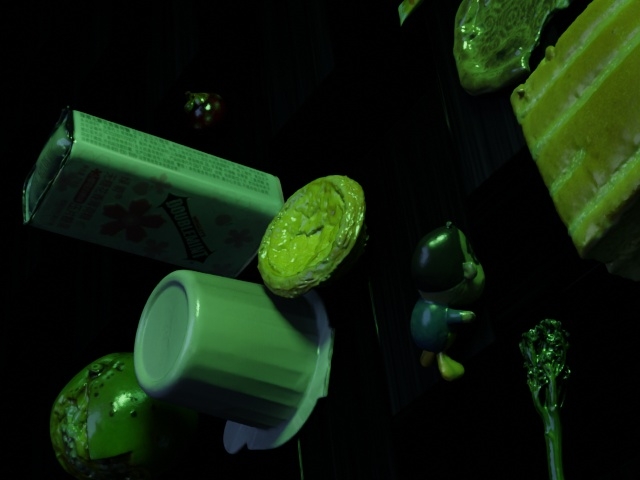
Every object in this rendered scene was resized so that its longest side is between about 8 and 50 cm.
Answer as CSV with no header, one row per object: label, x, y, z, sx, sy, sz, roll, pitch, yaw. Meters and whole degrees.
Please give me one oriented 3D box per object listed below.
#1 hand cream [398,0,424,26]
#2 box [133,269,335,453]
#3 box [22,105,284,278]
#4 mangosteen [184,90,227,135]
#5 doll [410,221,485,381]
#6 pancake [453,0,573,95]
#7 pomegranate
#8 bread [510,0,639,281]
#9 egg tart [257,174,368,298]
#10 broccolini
hand cream,0.136,-0.338,1.563,0.102,0.022,0.035,-40,49,50
box,-0.148,0.164,1.593,0.291,0.206,0.262,-55,34,24
box,-0.259,-0.064,1.730,0.190,0.370,0.112,-53,37,33
mangosteen,-0.207,-0.227,2.017,0.081,0.081,0.080,-34,48,48
doll,0.146,0.064,1.290,0.102,0.089,0.179,28,123,60
pancake,0.233,-0.284,1.367,0.235,0.029,0.212,-65,30,10
pomegranate,-0.298,0.326,1.790,0.236,0.236,0.301,-2,107,59
bread,0.312,-0.132,1.075,0.246,0.111,0.239,-50,38,34
egg tart,0.000,0.000,1.540,0.191,0.074,0.191,-31,42,33
broccolini,0.228,0.195,1.117,0.051,0.054,0.239,-17,62,39
